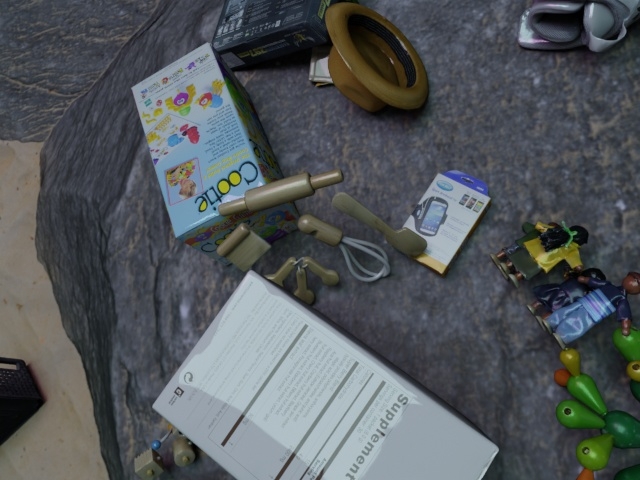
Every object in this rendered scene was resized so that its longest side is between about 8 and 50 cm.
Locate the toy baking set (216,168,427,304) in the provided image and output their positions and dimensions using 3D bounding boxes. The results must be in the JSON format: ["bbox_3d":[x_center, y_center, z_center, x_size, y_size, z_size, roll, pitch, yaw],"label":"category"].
[{"bbox_3d":[-0.004,-0.005,0.689,0.256,0.196,0.030,-19,36,15],"label":"toy baking set"}]

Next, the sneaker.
[{"bbox_3d":[0.311,-0.405,0.730,0.210,0.137,0.366,-46,67,-3],"label":"sneaker"}]

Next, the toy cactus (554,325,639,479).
[{"bbox_3d":[0.329,0.206,0.551,0.181,0.112,0.218,14,74,4],"label":"toy cactus"}]

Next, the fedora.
[{"bbox_3d":[0.070,-0.256,0.780,0.079,0.194,0.194,-42,56,46],"label":"fedora"}]

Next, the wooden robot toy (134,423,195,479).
[{"bbox_3d":[-0.182,0.247,0.736,0.173,0.076,0.079,-49,29,-2],"label":"wooden robot toy"}]

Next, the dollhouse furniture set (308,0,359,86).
[{"bbox_3d":[0.027,-0.321,0.867,0.076,0.058,0.151,7,94,14],"label":"dollhouse furniture set"}]

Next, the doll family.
[{"bbox_3d":[0.282,0.038,0.608,0.111,0.076,0.193,-32,53,9],"label":"doll family"}]

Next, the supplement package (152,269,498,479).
[{"bbox_3d":[0.009,0.193,0.583,0.293,0.177,0.175,34,85,13],"label":"supplement package"}]

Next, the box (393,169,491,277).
[{"bbox_3d":[0.166,-0.028,0.715,0.081,0.028,0.136,32,82,26],"label":"box"}]

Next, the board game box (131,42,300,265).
[{"bbox_3d":[-0.155,-0.126,0.797,0.144,0.142,0.275,-27,65,9],"label":"board game box"}]

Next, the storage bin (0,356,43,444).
[{"bbox_3d":[-0.538,0.267,0.809,0.180,0.122,0.084,-44,64,1],"label":"storage bin"}]

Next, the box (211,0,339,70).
[{"bbox_3d":[-0.070,-0.388,0.866,0.233,0.059,0.183,1,72,40],"label":"box"}]
